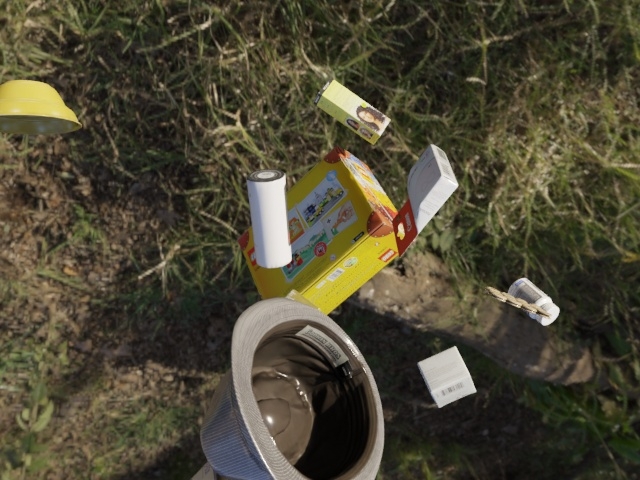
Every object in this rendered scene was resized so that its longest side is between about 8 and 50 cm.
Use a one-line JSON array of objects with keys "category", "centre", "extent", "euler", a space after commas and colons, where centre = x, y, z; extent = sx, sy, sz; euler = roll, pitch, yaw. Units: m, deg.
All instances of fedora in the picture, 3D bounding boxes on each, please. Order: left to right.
[{"category": "fedora", "centre": [-0.044, 0.195, 0.686], "extent": [0.124, 0.243, 0.275], "euler": [-32, 176, 26]}]

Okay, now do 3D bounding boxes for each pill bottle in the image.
[{"category": "pill bottle", "centre": [0.614, 0.177, 1.741], "extent": [0.078, 0.137, 0.078], "euler": [-16, 130, -21]}]

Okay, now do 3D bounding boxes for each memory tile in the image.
[{"category": "memory tile", "centre": [0.470, 0.147, 1.440], "extent": [0.148, 0.113, 0.012], "euler": [22, 97, 3]}]

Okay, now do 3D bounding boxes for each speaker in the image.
[{"category": "speaker", "centre": [-0.073, -0.030, 0.868], "extent": [0.055, 0.055, 0.136], "euler": [-8, 116, -9]}]

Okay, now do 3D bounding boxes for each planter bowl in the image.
[{"category": "planter bowl", "centre": [-0.643, -0.297, 1.329], "extent": [0.217, 0.090, 0.217], "euler": [-3, 180, 0]}]

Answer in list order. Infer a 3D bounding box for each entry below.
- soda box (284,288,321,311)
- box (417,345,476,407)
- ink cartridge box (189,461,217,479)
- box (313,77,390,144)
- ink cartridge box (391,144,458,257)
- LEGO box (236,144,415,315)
[{"category": "soda box", "centre": [-0.024, 0.156, 0.950], "extent": [0.061, 0.058, 0.181], "euler": [-44, 146, -19]}, {"category": "box", "centre": [0.298, 0.323, 1.427], "extent": [0.101, 0.087, 0.102], "euler": [-25, 139, 4]}, {"category": "ink cartridge box", "centre": [-0.208, 0.403, 0.808], "extent": [0.208, 0.206, 0.045], "euler": [-41, 95, -11]}, {"category": "box", "centre": [0.098, -0.403, 1.885], "extent": [0.232, 0.087, 0.058], "euler": [33, 148, -3]}, {"category": "ink cartridge box", "centre": [0.231, -0.100, 1.473], "extent": [0.066, 0.189, 0.232], "euler": [32, 116, -17]}, {"category": "LEGO box", "centre": [0.000, 0.000, 2.000], "extent": [0.500, 0.372, 0.193], "euler": [-41, 142, 19]}]
